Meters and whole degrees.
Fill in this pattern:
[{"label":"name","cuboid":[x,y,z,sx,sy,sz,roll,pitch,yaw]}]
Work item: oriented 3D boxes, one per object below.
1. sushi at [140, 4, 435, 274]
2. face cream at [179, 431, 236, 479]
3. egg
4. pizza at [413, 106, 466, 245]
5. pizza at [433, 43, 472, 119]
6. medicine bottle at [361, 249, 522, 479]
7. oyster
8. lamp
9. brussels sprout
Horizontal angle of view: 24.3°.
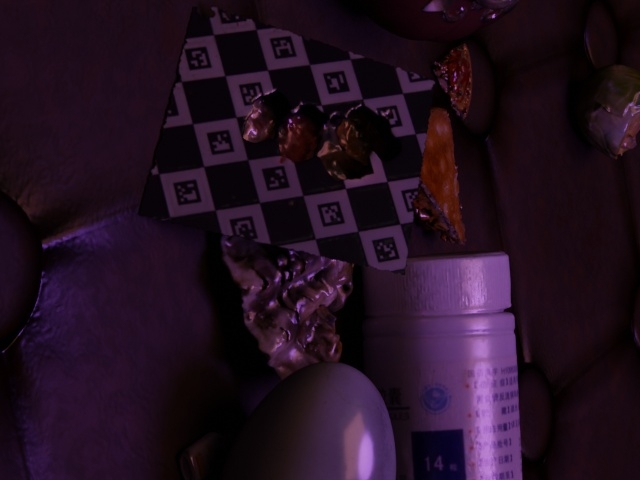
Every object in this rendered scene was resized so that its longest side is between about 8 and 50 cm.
[{"label":"sushi","cuboid":[-0.033,-0.101,1.618,0.290,0.050,0.264,15,67,-11]},{"label":"face cream","cuboid":[-0.118,0.225,1.571,0.083,0.021,0.040,-32,113,-54]},{"label":"egg","cuboid":[-0.012,0.254,1.559,0.183,0.183,0.264,2,109,-56]},{"label":"pizza","cuboid":[0.141,-0.073,1.961,0.201,0.053,0.193,-44,121,-62]},{"label":"pizza","cuboid":[0.197,-0.219,2.088,0.100,0.029,0.099,-38,118,-51]},{"label":"medicine bottle","cuboid":[0.147,0.177,1.819,0.190,0.190,0.332,3,83,-56]},{"label":"oyster","cuboid":[0.001,0.000,1.689,0.238,0.115,0.351,57,49,-35]},{"label":"lamp","cuboid":[0.156,-0.392,1.837,0.303,0.257,0.303,-25,138,-25]},{"label":"brussels sprout","cuboid":[0.471,-0.216,2.419,0.149,0.122,0.151,-39,153,-43]}]
